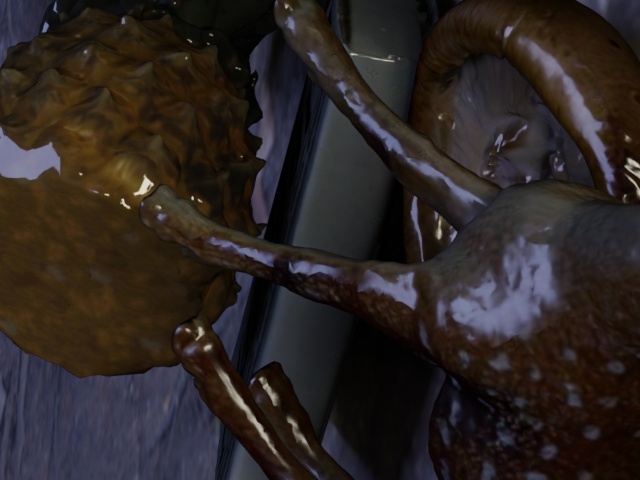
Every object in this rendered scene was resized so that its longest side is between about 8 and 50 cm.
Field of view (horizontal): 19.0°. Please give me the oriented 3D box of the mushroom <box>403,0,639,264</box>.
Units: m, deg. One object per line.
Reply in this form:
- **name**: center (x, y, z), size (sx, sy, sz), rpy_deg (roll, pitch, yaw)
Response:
- **mushroom**: center (0.063, -0.011, 0.533), size (0.123, 0.052, 0.123), rpy_deg (27, 121, 59)

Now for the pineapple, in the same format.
- **pineapple**: center (-0.059, -0.062, 0.694), size (0.119, 0.111, 0.237), rpy_deg (-25, 30, 33)

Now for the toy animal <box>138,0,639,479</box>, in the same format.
- **toy animal**: center (0.068, 0.038, 0.450), size (0.260, 0.087, 0.243), rpy_deg (32, 147, 33)

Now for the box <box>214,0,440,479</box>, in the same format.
- **box**: center (0.000, 0.000, 0.655), size (0.115, 0.036, 0.177), rpy_deg (-87, 12, -66)
